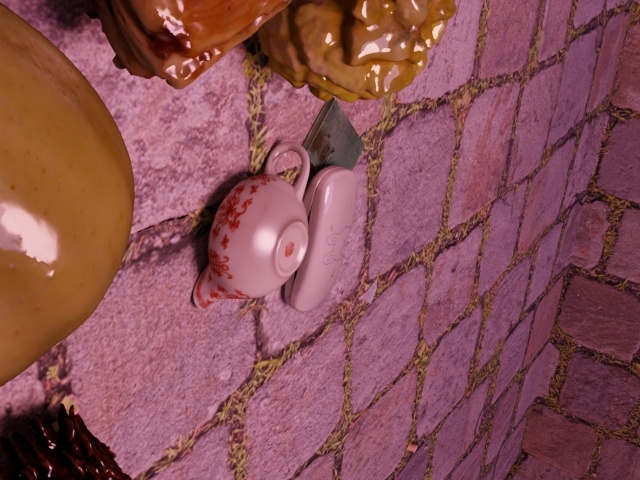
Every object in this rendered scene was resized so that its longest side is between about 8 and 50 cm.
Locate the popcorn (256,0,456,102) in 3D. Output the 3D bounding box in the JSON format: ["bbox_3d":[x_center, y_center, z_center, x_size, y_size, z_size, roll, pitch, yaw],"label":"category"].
[{"bbox_3d":[0.041,-0.272,0.808,0.259,0.212,0.259,-20,134,-23],"label":"popcorn"}]

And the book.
[{"bbox_3d":[0.020,-0.135,1.067,0.103,0.017,0.135,-63,150,-13],"label":"book"}]

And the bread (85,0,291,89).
[{"bbox_3d":[-0.116,-0.325,0.571,0.277,0.167,0.324,-49,145,-31],"label":"bread"}]

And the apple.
[{"bbox_3d":[-0.261,-0.030,0.467,0.279,0.279,0.279,-37,137,-43],"label":"apple"}]

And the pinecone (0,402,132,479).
[{"bbox_3d":[-0.275,0.263,0.706,0.165,0.163,0.162,-40,141,-20],"label":"pinecone"}]

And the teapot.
[{"bbox_3d":[-0.073,-0.015,0.920,0.159,0.116,0.245,44,64,-47],"label":"teapot"}]

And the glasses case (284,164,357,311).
[{"bbox_3d":[0.000,0.000,1.070,0.092,0.059,0.233,-14,124,-50],"label":"glasses case"}]
